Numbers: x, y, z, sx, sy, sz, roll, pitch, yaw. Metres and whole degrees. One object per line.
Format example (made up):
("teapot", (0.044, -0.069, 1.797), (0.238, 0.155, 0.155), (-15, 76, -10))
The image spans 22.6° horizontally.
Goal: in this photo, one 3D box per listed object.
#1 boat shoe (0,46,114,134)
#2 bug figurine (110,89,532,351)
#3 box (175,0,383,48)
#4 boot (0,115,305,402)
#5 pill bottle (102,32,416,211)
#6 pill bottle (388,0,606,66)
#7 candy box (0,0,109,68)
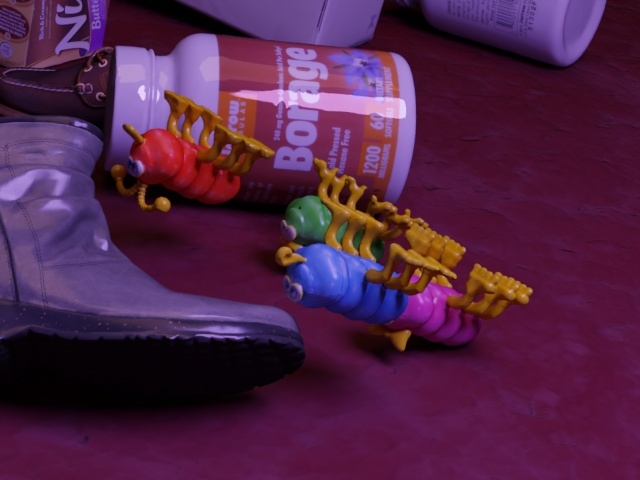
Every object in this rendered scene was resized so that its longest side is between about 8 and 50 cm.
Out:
("boat shoe", (-0.156, -0.118, 1.267), (0.207, 0.073, 0.073), (9, 26, 3))
("bug figurine", (0.000, 0.000, 1.003), (0.216, 0.072, 0.279), (20, 10, -40))
("box", (-0.091, -0.300, 1.606), (0.311, 0.121, 0.148), (26, 26, 19))
("boot", (-0.130, -0.001, 0.891), (0.247, 0.083, 0.161), (4, 61, -10))
("pill bottle", (-0.047, -0.087, 1.174), (0.216, 0.121, 0.121), (4, 24, -12))
("pill bottle", (0.174, -0.274, 1.679), (0.229, 0.131, 0.131), (21, 25, 25))
("candy box", (-0.227, -0.246, 1.387), (0.053, 0.186, 0.109), (24, 26, 24))
